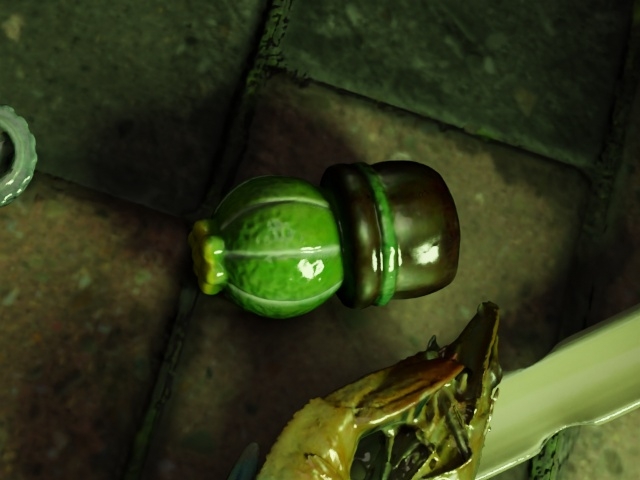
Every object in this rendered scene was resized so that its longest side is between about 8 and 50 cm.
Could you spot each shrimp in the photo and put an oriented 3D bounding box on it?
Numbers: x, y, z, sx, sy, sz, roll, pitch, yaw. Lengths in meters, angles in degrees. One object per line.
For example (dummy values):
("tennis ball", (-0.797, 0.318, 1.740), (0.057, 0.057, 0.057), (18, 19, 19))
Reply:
("shrimp", (0.037, 0.135, 1.022), (0.145, 0.061, 0.267), (46, 63, -20))

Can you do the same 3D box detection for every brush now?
("brush", (0.155, 0.096, 1.121), (0.321, 0.050, 0.060), (-23, 78, -12))

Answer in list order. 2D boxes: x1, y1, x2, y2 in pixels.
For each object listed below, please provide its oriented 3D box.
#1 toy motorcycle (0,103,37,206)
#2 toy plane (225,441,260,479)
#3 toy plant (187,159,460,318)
("toy motorcycle", (-0.284, -0.091, 1.074), (0.130, 0.094, 0.229), (-44, 96, -19))
("toy plane", (-0.096, 0.263, 0.967), (0.223, 0.104, 0.326), (23, 62, -4))
("toy plant", (0.000, 0.000, 1.095), (0.162, 0.093, 0.093), (-6, 71, -15))
